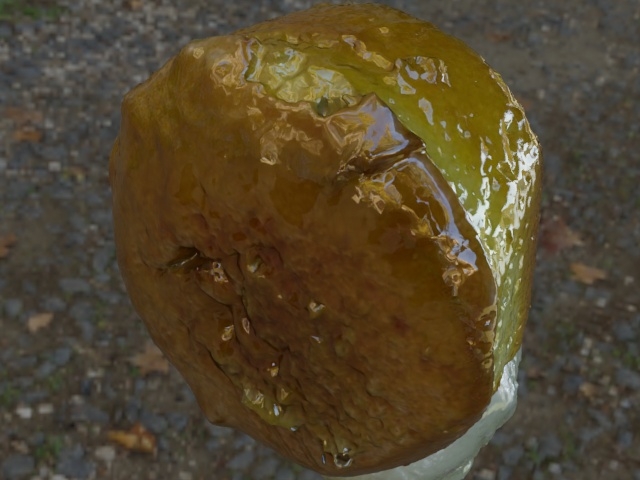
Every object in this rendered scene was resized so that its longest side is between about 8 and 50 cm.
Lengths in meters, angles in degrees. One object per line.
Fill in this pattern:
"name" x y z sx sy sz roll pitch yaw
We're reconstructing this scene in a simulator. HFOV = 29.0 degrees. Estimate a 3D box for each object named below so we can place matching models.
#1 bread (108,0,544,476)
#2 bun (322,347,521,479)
"bread" 0.000 0.000 0.647 0.268 0.268 0.146 24 44 28
"bun" 0.083 0.116 0.997 0.133 0.231 0.231 23 22 -25
